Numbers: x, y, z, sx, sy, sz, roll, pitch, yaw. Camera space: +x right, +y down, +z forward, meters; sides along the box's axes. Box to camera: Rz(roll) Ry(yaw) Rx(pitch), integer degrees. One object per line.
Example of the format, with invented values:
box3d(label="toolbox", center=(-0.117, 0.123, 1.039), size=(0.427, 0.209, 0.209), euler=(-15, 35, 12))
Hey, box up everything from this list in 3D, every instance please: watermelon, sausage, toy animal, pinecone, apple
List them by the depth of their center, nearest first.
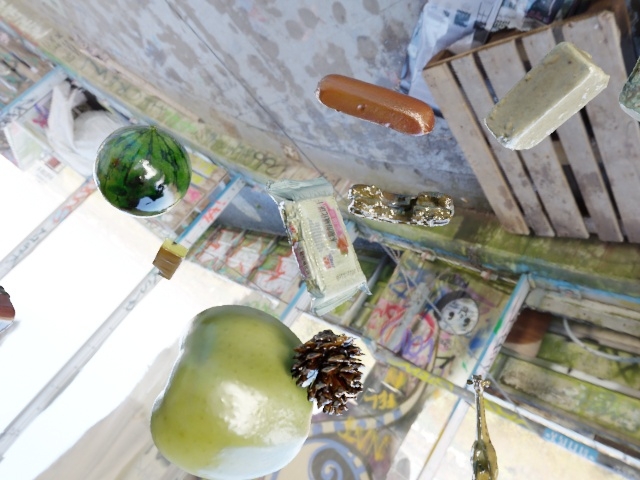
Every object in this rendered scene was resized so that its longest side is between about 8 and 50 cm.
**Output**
box3d(label="toy animal", center=(0.312, 0.403, 0.779), size=(0.054, 0.275, 0.149), euler=(-5, 134, 23))
box3d(label="pinecone", center=(0.019, 0.269, 0.838), size=(0.174, 0.173, 0.173), euler=(33, 161, 13))
box3d(label="apple", center=(-0.170, 0.335, 0.939), size=(0.360, 0.320, 0.312), euler=(25, -175, -20))
box3d(label="watermelon", center=(-0.455, -0.180, 1.052), size=(0.242, 0.242, 0.242), euler=(33, 161, 13))
box3d(label="sausage", center=(0.147, -0.375, 1.110), size=(0.349, 0.097, 0.094), euler=(20, 153, 9))

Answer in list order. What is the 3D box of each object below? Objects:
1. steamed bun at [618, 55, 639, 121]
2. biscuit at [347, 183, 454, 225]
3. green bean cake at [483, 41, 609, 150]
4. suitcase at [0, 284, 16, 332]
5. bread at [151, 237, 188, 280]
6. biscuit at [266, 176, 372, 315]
box3d(label="steamed bun", center=(0.637, -0.298, 0.696), size=(0.170, 0.225, 0.200), euler=(33, -167, 9))
box3d(label="biscuit", center=(0.272, -0.120, 1.434), size=(0.367, 0.115, 0.268), euler=(9, 180, 1))
box3d(label="green bean cake", center=(0.394, -0.247, 0.718), size=(0.179, 0.109, 0.085), euler=(-47, 62, 40))
box3d(label="suitcase", center=(-0.748, 0.160, 0.714), size=(0.161, 0.297, 0.236), euler=(46, 169, 13))
box3d(label="bread", center=(-0.520, 0.069, 1.384), size=(0.088, 0.049, 0.226), euler=(30, 143, -17))
box3d(label="biscuit", center=(-0.004, 0.001, 0.916), size=(0.079, 0.186, 0.308), euler=(-23, 83, 47))
